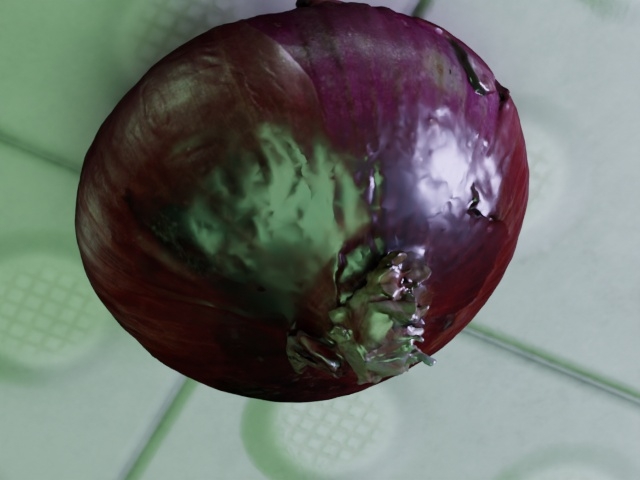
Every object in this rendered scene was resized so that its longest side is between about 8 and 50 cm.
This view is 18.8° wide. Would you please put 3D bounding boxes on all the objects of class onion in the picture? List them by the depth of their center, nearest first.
[{"bbox_3d":[0.000,0.000,1.417,0.347,0.285,0.348,-11,131,-13],"label":"onion"}]
